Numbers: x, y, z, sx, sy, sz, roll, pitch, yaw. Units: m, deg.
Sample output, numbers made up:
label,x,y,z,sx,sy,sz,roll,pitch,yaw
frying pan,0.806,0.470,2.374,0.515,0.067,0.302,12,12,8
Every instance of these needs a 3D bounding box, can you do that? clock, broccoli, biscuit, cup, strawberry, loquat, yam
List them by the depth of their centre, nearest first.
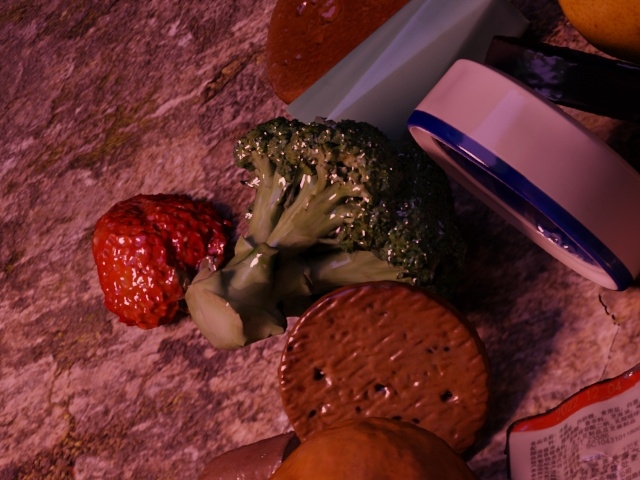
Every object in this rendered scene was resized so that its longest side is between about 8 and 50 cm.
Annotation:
label,x,y,z,sx,sy,sz,roll,pitch,yaw
loquat,0.034,0.252,1.365,0.238,0.193,0.238,-31,33,23
clock,0.183,-0.055,1.429,0.083,0.230,0.230,-52,33,-4
biscuit,0.055,0.123,1.480,0.188,0.188,0.027,-41,6,18
clock,0.231,-0.141,1.492,0.184,0.185,0.040,32,113,57
broccoli,0.000,0.000,1.568,0.270,0.270,0.270,-33,24,-27
yam,-0.052,0.225,1.599,0.127,0.084,0.084,-18,47,37
cup,0.099,-0.164,1.733,0.236,0.148,0.134,-45,7,6
strawberry,-0.202,0.007,1.957,0.236,0.107,0.175,19,75,56
biscuit,0.043,-0.273,1.964,0.257,0.049,0.273,-14,51,40

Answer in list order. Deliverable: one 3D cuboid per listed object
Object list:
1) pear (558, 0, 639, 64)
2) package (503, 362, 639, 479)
label,x,y,z,sx,sy,sz,roll,pitch,yaw
pear,0.307,-0.246,1.480,0.209,0.209,0.209,-31,39,30
package,0.211,0.195,1.258,0.166,0.040,0.232,-28,34,24
